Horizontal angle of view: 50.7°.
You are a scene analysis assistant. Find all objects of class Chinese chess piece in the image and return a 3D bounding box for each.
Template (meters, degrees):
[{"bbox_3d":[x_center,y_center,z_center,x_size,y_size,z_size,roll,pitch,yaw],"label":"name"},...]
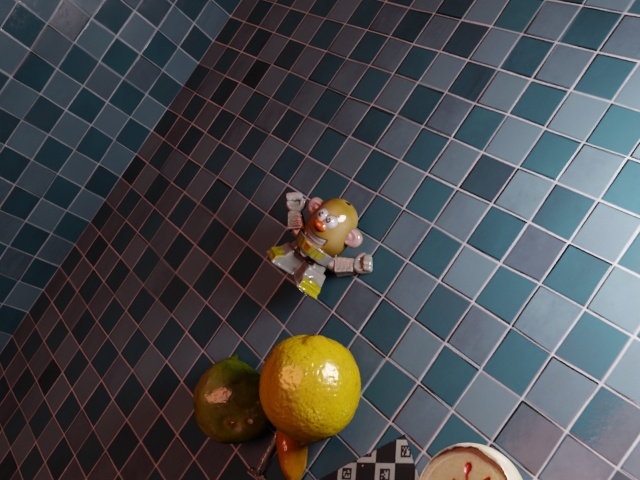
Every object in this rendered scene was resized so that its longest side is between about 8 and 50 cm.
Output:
[{"bbox_3d":[0.331,0.575,1.484,0.250,0.103,0.249,-21,52,30],"label":"Chinese chess piece"}]

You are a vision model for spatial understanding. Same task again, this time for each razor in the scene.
[{"bbox_3d":[-0.135,0.579,1.915,0.084,0.036,0.211,20,80,42],"label":"razor"}]

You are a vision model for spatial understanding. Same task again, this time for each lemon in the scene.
[{"bbox_3d":[-0.027,0.383,1.772,0.293,0.293,0.293,-20,55,31],"label":"lemon"}]

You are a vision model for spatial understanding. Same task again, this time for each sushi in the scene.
[{"bbox_3d":[0.120,0.653,1.641,0.294,0.059,0.292,-37,48,19],"label":"sushi"}]

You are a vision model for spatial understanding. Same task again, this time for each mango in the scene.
[{"bbox_3d":[-0.074,0.571,1.828,0.084,0.105,0.159,-17,66,2],"label":"mango"}]

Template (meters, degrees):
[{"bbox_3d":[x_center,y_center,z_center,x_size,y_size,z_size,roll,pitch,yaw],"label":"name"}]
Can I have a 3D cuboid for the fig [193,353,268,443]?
[{"bbox_3d":[-0.271,0.469,2.000,0.233,0.233,0.314,-63,18,-7],"label":"fig"}]

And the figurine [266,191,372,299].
[{"bbox_3d":[0.000,-0.001,2.030,0.285,0.342,0.167,-49,1,9],"label":"figurine"}]
